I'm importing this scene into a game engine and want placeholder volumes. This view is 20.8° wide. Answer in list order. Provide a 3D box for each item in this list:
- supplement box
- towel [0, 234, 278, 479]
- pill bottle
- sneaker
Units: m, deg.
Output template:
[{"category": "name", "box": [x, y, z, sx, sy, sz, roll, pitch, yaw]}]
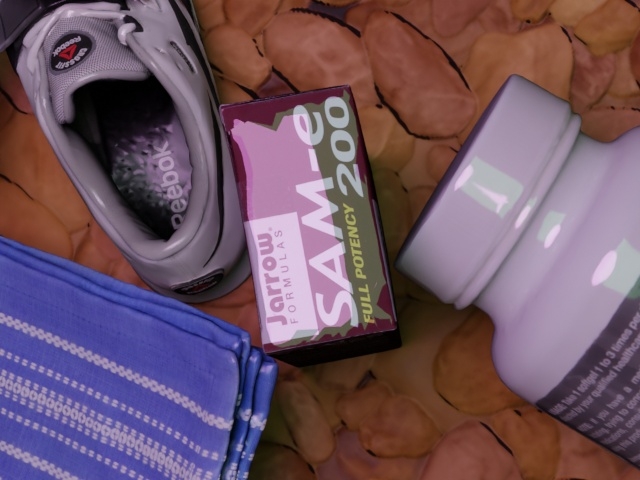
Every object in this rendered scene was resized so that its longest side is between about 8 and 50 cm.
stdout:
[{"category": "supplement box", "box": [0.000, 0.000, 0.977, 0.073, 0.239, 0.130, -11, 84, 3]}, {"category": "towel", "box": [-0.171, 0.178, 1.017, 0.243, 0.040, 0.336, 20, 94, 31]}, {"category": "pill bottle", "box": [0.207, 0.045, 0.974, 0.318, 0.176, 0.176, 32, 88, -1]}, {"category": "sneaker", "box": [-0.131, -0.124, 1.050, 0.122, 0.146, 0.330, -28, 82, 3]}]
